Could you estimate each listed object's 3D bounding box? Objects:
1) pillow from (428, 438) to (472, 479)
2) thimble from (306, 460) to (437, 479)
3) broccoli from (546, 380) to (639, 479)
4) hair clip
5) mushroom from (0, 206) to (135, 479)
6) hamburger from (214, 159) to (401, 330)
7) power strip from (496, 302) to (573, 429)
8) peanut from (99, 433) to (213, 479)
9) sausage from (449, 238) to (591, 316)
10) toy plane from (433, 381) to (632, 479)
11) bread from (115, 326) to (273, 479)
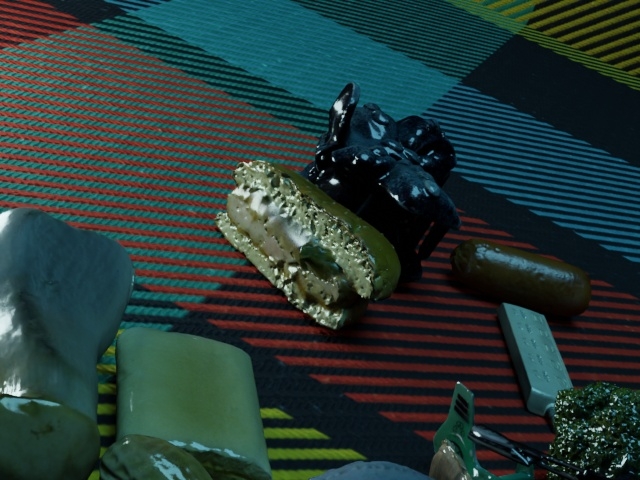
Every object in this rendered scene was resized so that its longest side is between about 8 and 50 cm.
[{"bbox_3d":[0.135,0.267,0.946,0.034,0.135,0.211,-12,36,-15],"label":"pillow"},{"bbox_3d":[0.044,0.248,0.909,0.151,0.127,0.118,16,27,-29],"label":"thimble"},{"bbox_3d":[0.301,0.213,1.176,0.162,0.146,0.138,31,18,5],"label":"broccoli"},{"bbox_3d":[0.072,-0.078,1.547,0.206,0.194,0.310,32,22,-8],"label":"hair clip"},{"bbox_3d":[-0.233,0.089,0.998,0.159,0.122,0.329,-3,32,-10],"label":"mushroom"},{"bbox_3d":[0.000,0.000,1.370,0.131,0.124,0.262,-3,36,-44],"label":"hamburger"},{"bbox_3d":[0.261,0.147,1.409,0.060,0.027,0.253,17,25,-11],"label":"power strip"},{"bbox_3d":[-0.101,0.218,0.907,0.174,0.080,0.080,40,29,15],"label":"peanut"},{"bbox_3d":[0.268,0.049,1.556,0.197,0.076,0.076,17,25,-8],"label":"sausage"},{"bbox_3d":[0.226,0.262,1.017,0.106,0.155,0.381,1,16,-37],"label":"toy plane"},{"bbox_3d":[-0.119,0.153,1.041,0.139,0.060,0.178,15,26,-16],"label":"bread"}]
